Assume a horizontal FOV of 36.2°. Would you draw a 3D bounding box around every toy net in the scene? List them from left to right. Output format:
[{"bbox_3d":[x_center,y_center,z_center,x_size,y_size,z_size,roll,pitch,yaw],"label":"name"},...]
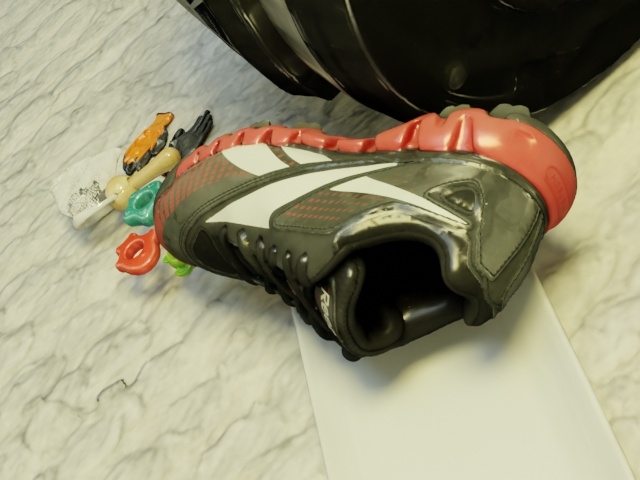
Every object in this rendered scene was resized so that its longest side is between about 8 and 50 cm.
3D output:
[{"bbox_3d":[-0.138,-0.019,0.766,0.232,0.045,0.122,5,56,40],"label":"toy net"}]

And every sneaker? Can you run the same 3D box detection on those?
[{"bbox_3d":[0.000,0.000,0.558,0.276,0.097,0.135,-2,48,33],"label":"sneaker"}]

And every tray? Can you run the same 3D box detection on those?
[{"bbox_3d":[0.064,0.071,0.544,0.145,0.030,0.270,-26,40,10],"label":"tray"}]

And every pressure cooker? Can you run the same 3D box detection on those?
[{"bbox_3d":[0.026,-0.309,0.654,0.375,0.370,0.420,-12,39,-36],"label":"pressure cooker"}]

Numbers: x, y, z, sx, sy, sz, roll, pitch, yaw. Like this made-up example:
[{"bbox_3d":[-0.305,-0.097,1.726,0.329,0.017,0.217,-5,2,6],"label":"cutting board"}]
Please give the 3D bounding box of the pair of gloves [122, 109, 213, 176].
[{"bbox_3d":[-0.134,-0.086,0.852,0.083,0.010,0.074,5,54,37],"label":"pair of gloves"}]
